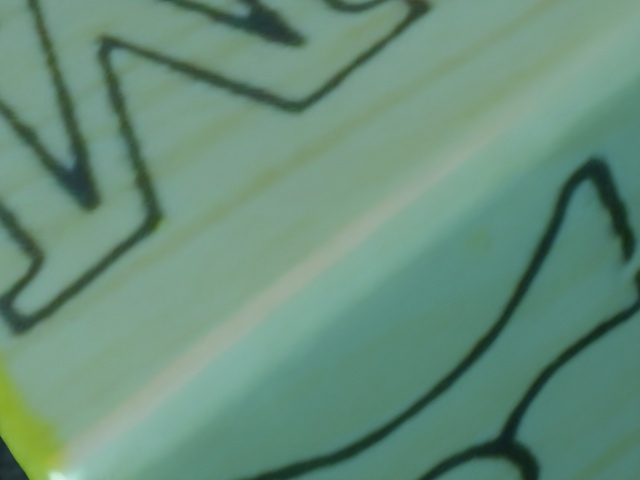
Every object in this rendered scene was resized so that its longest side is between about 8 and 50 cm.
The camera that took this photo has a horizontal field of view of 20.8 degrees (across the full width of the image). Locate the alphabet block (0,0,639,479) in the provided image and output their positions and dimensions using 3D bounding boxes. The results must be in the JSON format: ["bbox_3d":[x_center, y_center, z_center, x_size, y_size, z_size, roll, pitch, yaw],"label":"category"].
[{"bbox_3d":[0.000,0.000,0.503,0.197,0.192,0.193,-38,47,-8],"label":"alphabet block"}]
